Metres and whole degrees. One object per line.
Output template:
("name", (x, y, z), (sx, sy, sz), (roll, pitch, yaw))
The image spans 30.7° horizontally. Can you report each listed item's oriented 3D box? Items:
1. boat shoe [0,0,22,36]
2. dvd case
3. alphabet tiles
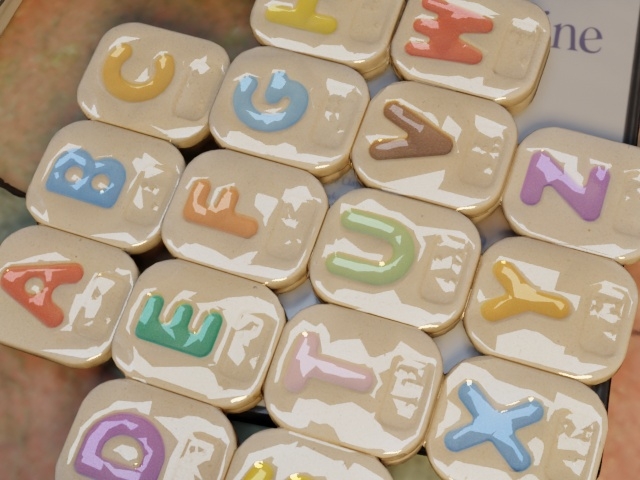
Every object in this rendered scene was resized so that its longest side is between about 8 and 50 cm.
("boat shoe", (-0.183, -0.168, 0.580), (0.108, 0.102, 0.301), (38, 75, 19))
("dvd case", (0.053, -0.027, 0.540), (0.180, 0.022, 0.253), (9, 68, 10))
("alphabet tiles", (0.000, 0.000, 0.510), (0.277, 0.021, 0.284), (16, 70, 12))
